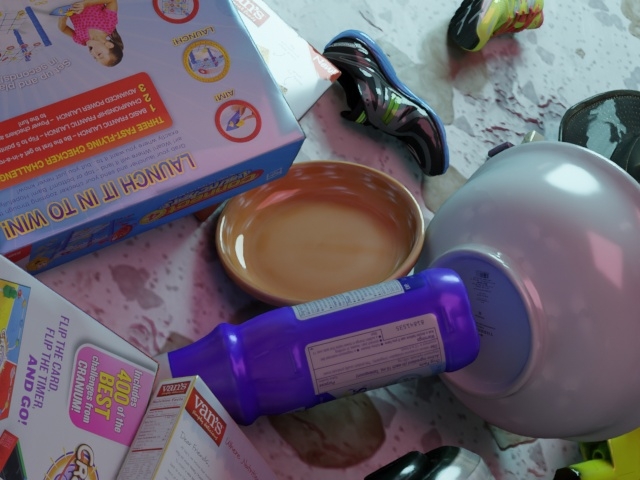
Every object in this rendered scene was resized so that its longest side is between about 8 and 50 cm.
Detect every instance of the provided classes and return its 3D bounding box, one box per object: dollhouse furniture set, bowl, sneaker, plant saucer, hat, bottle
[{"bbox_3d":[0.242,-0.051,1.724,0.114,0.091,0.081,31,64,-19],"label":"dollhouse furniture set"},{"bbox_3d":[0.185,0.063,1.446,0.134,0.298,0.298,-17,72,-43],"label":"bowl"},{"bbox_3d":[0.066,-0.138,1.670,0.078,0.067,0.188,-41,90,-22],"label":"sneaker"},{"bbox_3d":[0.000,0.000,1.486,0.200,0.037,0.200,-2,43,1],"label":"plant saucer"},{"bbox_3d":[0.225,-0.279,1.851,0.094,0.081,0.208,42,46,-8],"label":"sneaker"},{"bbox_3d":[0.411,-0.050,1.728,0.331,0.134,0.331,17,55,-27],"label":"hat"},{"bbox_3d":[-0.007,0.099,1.354,0.283,0.118,0.092,-14,87,-5],"label":"bottle"}]

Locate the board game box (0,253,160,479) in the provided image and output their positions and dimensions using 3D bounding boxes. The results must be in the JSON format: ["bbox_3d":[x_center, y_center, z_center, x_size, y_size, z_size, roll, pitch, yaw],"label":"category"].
[{"bbox_3d":[-0.272,0.128,1.157,0.316,0.064,0.242,41,48,-37],"label":"board game box"}]

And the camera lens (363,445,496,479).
[{"bbox_3d":[0.101,0.324,1.270,0.219,0.219,0.274,-33,88,-43],"label":"camera lens"}]

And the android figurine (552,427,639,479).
[{"bbox_3d":[0.356,0.266,1.578,0.273,0.056,0.248,-5,80,-35],"label":"android figurine"}]

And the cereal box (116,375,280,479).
[{"bbox_3d":[-0.110,0.253,1.246,0.173,0.047,0.240,57,37,-33],"label":"cereal box"}]

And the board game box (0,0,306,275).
[{"bbox_3d":[-0.218,-0.150,1.389,0.308,0.086,0.302,-22,75,-21],"label":"board game box"}]

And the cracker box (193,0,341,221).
[{"bbox_3d":[-0.101,-0.147,1.545,0.156,0.067,0.232,42,46,-3],"label":"cracker box"}]
